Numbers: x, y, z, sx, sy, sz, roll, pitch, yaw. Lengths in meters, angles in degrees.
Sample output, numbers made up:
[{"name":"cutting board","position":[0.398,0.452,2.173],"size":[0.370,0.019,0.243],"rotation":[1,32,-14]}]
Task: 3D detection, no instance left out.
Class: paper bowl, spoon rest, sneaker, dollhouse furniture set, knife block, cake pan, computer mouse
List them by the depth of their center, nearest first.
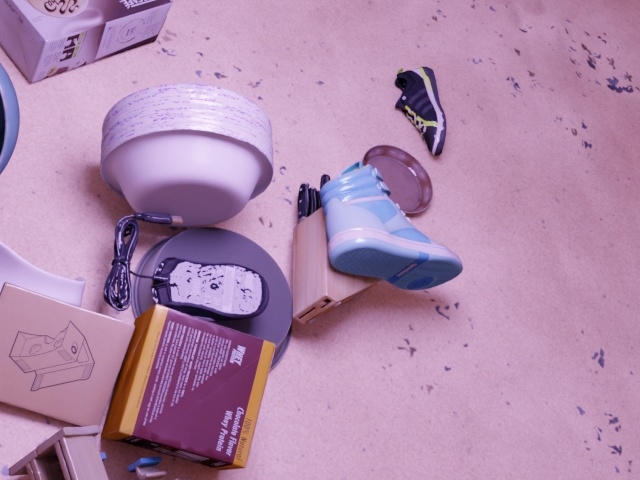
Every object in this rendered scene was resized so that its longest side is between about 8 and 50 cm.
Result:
[{"name":"dollhouse furniture set","position":[-0.309,0.343,1.394],"size":[0.183,0.129,0.129],"rotation":[10,49,-56]},{"name":"spoon rest","position":[-0.469,0.055,1.467],"size":[0.276,0.084,0.137],"rotation":[14,82,-35]},{"name":"computer mouse","position":[-0.216,0.046,1.612],"size":[0.261,0.060,0.184],"rotation":[5,60,-15]},{"name":"paper bowl","position":[-0.219,-0.123,1.649],"size":[0.284,0.284,0.148],"rotation":[9,63,-26]},{"name":"cake pan","position":[-0.169,0.098,1.678],"size":[0.293,0.054,0.293],"rotation":[16,52,-22]},{"name":"sneaker","position":[0.126,-0.034,1.783],"size":[0.319,0.127,0.208],"rotation":[18,48,-46]},{"name":"knife block","position":[0.000,0.000,1.788],"size":[0.242,0.088,0.275],"rotation":[58,33,7]},{"name":"sneaker","position":[0.211,-0.279,2.178],"size":[0.097,0.084,0.235],"rotation":[-5,58,-6]}]

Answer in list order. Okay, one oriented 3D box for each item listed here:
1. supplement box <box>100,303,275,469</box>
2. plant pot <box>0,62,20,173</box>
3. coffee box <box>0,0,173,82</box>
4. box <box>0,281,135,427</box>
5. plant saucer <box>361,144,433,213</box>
[{"name":"supplement box","position":[-0.196,0.223,1.487],"size":[0.194,0.129,0.191],"rotation":[20,69,-18]},{"name":"plant pot","position":[-0.579,-0.192,1.516],"size":[0.290,0.290,0.195],"rotation":[37,11,-3]},{"name":"coffee box","position":[-0.443,-0.423,1.833],"size":[0.297,0.119,0.168],"rotation":[-30,76,-41]},{"name":"box","position":[-0.392,0.169,1.455],"size":[0.201,0.021,0.165],"rotation":[22,81,-20]},{"name":"plant saucer","position":[0.152,-0.120,2.045],"size":[0.168,0.029,0.169],"rotation":[16,51,-21]}]
